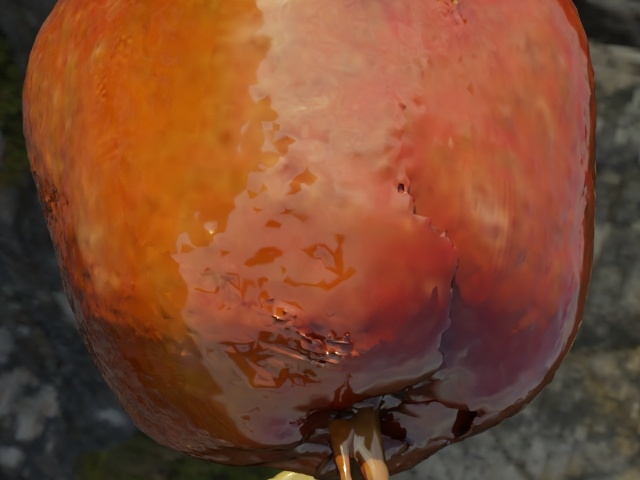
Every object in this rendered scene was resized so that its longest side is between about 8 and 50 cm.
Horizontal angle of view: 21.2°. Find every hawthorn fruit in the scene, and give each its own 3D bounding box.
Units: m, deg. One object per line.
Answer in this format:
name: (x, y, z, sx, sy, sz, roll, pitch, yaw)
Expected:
hawthorn fruit: (0.000, 0.000, 0.609, 0.211, 0.211, 0.299, 38, 37, -46)

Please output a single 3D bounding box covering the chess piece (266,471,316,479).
chess piece: (-0.066, 0.223, 1.113, 0.200, 0.090, 0.090, -27, 123, -11)
